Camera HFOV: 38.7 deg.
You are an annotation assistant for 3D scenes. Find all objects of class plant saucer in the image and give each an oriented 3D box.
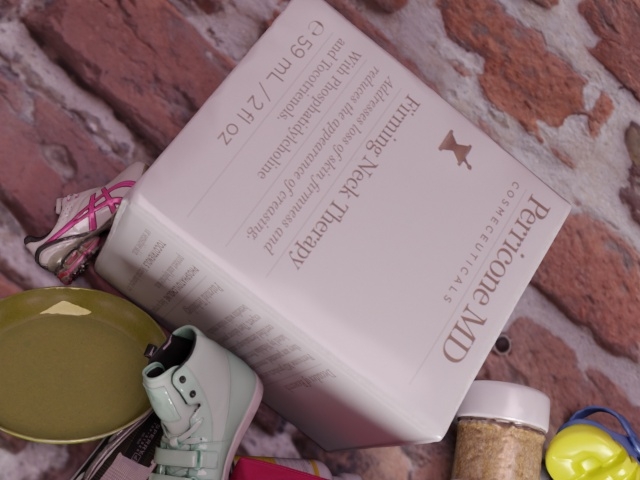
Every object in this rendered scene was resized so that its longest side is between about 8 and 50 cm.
[{"bbox_3d":[-0.292,0.145,1.042,0.240,0.037,0.241,10,37,-8],"label":"plant saucer"}]

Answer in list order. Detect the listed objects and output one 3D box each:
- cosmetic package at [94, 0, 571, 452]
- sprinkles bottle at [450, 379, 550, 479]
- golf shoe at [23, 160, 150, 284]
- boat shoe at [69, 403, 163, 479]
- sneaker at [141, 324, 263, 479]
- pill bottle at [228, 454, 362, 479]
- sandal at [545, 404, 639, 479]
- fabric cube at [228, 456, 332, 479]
[{"bbox_3d":[0.000,0.000,1.080,0.393,0.327,0.329,38,66,-6],"label":"cosmetic package"},{"bbox_3d":[0.214,0.363,1.159,0.121,0.121,0.356,16,70,-14],"label":"sprinkles bottle"},{"bbox_3d":[-0.285,-0.038,1.135,0.086,0.067,0.186,39,67,-3],"label":"golf shoe"},{"bbox_3d":[-0.248,0.305,1.019,0.121,0.119,0.335,29,67,-9],"label":"boat shoe"},{"bbox_3d":[-0.160,0.214,0.955,0.151,0.094,0.256,50,46,-39],"label":"sneaker"},{"bbox_3d":[-0.044,0.314,1.095,0.184,0.103,0.103,8,72,-17],"label":"pill bottle"},{"bbox_3d":[0.433,0.341,1.247,0.317,0.126,0.138,51,26,-11],"label":"sandal"},{"bbox_3d":[0.004,0.421,0.941,0.259,0.258,0.254,20,99,-17],"label":"fabric cube"}]
